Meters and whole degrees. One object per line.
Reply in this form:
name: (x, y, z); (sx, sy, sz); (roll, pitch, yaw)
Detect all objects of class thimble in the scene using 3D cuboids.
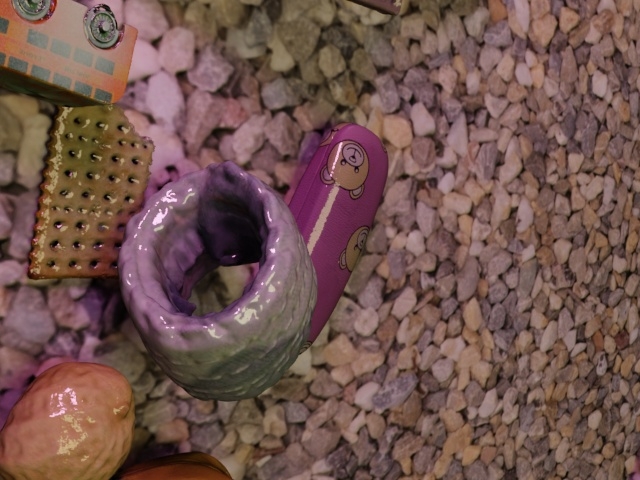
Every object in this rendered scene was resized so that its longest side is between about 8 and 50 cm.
thimble: (-0.112, 0.039, 1.164); (0.172, 0.205, 0.250); (68, 21, -54)

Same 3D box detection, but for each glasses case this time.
glasses case: (0.000, 0.000, 1.389); (0.123, 0.076, 0.316); (31, 80, -50)

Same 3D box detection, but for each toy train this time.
toy train: (-0.257, -0.187, 1.015); (0.188, 0.072, 0.099); (17, 78, -47)

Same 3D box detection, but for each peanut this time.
peanut: (-0.264, 0.202, 1.133); (0.159, 0.109, 0.140); (-52, 151, -17)

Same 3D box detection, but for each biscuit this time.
biscuit: (-0.238, -0.053, 1.142); (0.144, 0.016, 0.203); (5, 101, -50)

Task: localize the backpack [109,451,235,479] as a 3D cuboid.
backpack: (-0.202, 0.411, 1.216); (0.378, 0.201, 0.353); (-39, 135, -30)

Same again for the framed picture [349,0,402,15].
framed picture: (-0.056, -0.450, 1.102); (0.446, 0.028, 0.326); (12, 95, -34)
